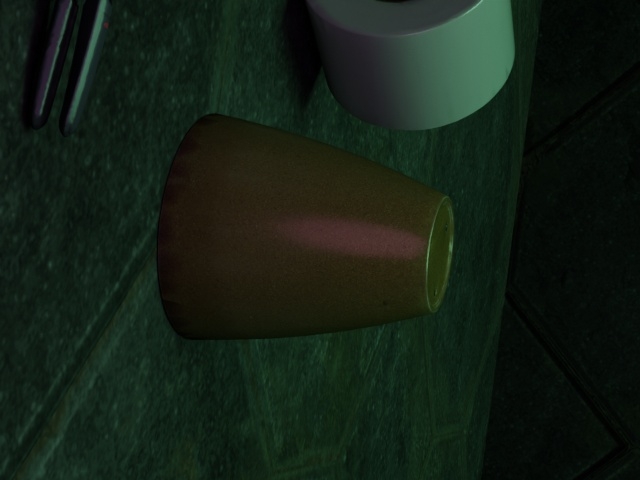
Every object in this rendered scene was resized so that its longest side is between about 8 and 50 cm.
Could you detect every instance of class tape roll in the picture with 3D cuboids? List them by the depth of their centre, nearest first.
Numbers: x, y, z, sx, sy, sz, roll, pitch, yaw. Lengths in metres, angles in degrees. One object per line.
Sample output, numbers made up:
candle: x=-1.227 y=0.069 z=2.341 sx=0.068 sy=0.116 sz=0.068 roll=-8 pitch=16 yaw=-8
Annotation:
tape roll: x=0.109 y=-0.277 z=1.592 sx=0.169 sy=0.246 sz=0.246 roll=74 pitch=29 yaw=-53

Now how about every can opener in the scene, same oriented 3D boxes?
can opener: x=-0.184 y=-0.171 z=1.007 sx=0.073 sy=0.059 sz=0.186 roll=29 pitch=69 yaw=-72

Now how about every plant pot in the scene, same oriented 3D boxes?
plant pot: x=0.000 y=0.000 z=1.334 sx=0.237 sy=0.254 sz=0.237 roll=7 pitch=90 yaw=-74
